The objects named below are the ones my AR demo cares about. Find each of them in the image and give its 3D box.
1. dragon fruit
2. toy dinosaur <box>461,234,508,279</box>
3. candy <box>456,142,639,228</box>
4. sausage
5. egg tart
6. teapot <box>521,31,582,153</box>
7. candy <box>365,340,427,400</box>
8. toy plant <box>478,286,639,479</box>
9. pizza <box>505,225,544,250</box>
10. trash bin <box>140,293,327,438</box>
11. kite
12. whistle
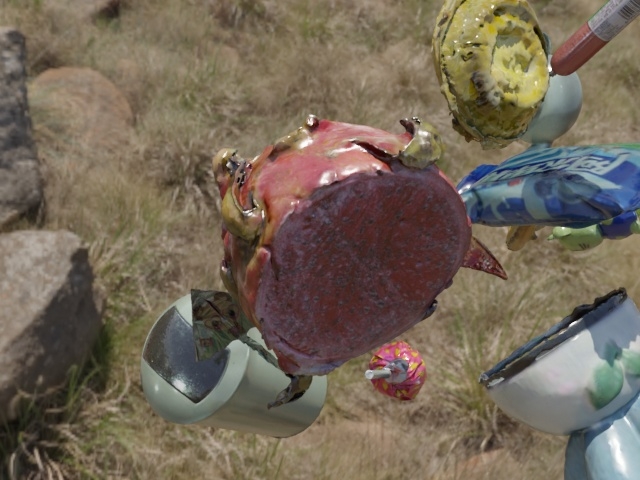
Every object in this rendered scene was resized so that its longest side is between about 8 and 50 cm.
[{"bbox_3d":[0.000,0.000,0.672,0.211,0.282,0.147,12,29,-32],"label":"dragon fruit"},{"bbox_3d":[0.171,-0.001,1.382,0.113,0.327,0.206,9,71,-32],"label":"toy dinosaur"},{"bbox_3d":[0.297,-0.068,0.978,0.331,0.077,0.187,1,33,47],"label":"candy"},{"bbox_3d":[0.281,-0.218,0.683,0.029,0.223,0.029,17,52,-24],"label":"sausage"},{"bbox_3d":[0.281,-0.281,1.214,0.279,0.278,0.095,-22,8,-41],"label":"egg tart"},{"bbox_3d":[0.470,-0.309,1.683,0.130,0.294,0.193,-9,9,-37],"label":"teapot"},{"bbox_3d":[0.128,0.253,1.477,0.124,0.124,0.365,30,0,18],"label":"candy"},{"bbox_3d":[0.393,0.252,0.993,0.247,0.247,0.332,-22,73,-41],"label":"toy plant"},{"bbox_3d":[0.519,-0.088,1.859,0.089,0.323,0.223,19,74,9],"label":"pizza"},{"bbox_3d":[-0.192,0.290,1.721,0.280,0.280,0.432,48,8,36],"label":"trash bin"},{"bbox_3d":[-0.141,0.168,1.374,0.250,0.229,0.012,44,29,-16],"label":"kite"},{"bbox_3d":[0.490,-0.040,1.291,0.105,0.227,0.085,-1,72,-68],"label":"whistle"}]
